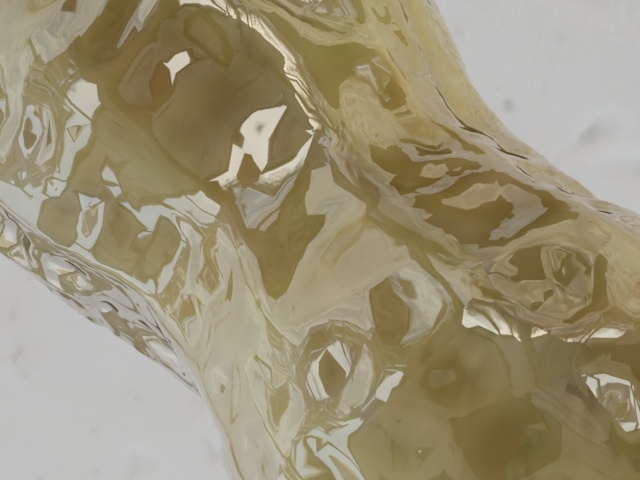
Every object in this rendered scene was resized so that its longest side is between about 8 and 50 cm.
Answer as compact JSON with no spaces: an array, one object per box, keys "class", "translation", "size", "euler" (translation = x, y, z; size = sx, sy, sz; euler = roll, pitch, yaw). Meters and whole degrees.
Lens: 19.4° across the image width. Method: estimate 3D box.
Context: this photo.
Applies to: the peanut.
[{"class":"peanut","translation":[0.000,0.000,0.510],"size":[0.149,0.313,0.149],"euler":[-23,138,-22]}]
